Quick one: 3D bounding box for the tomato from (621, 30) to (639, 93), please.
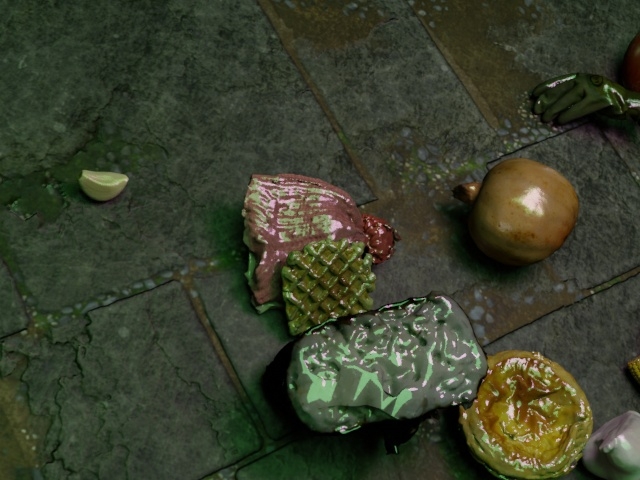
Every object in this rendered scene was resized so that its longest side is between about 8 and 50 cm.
[{"bbox_3d":[0.797,-0.369,2.090,0.270,0.223,0.270,7,58,-12],"label":"tomato"}]

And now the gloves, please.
[{"bbox_3d":[0.578,-0.294,2.024,0.268,0.135,0.107,5,104,7],"label":"gloves"}]

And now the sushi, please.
[{"bbox_3d":[0.091,0.223,1.543,0.348,0.207,0.235,-8,78,-16],"label":"sushi"}]

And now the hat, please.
[{"bbox_3d":[0.000,0.000,1.684,0.286,0.107,0.237,-3,91,-20],"label":"hat"}]

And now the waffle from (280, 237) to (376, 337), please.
[{"bbox_3d":[0.016,0.086,1.628,0.169,0.036,0.184,-10,105,-20],"label":"waffle"}]

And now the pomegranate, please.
[{"bbox_3d":[0.370,-0.054,1.783,0.207,0.207,0.207,8,60,-15],"label":"pomegranate"}]

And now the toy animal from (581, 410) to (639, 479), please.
[{"bbox_3d":[0.538,0.430,1.602,0.138,0.140,0.283,-16,75,-25],"label":"toy animal"}]

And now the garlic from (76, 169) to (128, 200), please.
[{"bbox_3d":[-0.371,-0.093,1.636,0.083,0.053,0.041,9,38,-27],"label":"garlic"}]

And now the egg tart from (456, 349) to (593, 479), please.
[{"bbox_3d":[0.337,0.301,1.629,0.241,0.106,0.241,4,57,-6],"label":"egg tart"}]

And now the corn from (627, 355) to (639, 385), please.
[{"bbox_3d":[0.646,0.289,1.766,0.072,0.072,0.203,-33,76,-30],"label":"corn"}]
